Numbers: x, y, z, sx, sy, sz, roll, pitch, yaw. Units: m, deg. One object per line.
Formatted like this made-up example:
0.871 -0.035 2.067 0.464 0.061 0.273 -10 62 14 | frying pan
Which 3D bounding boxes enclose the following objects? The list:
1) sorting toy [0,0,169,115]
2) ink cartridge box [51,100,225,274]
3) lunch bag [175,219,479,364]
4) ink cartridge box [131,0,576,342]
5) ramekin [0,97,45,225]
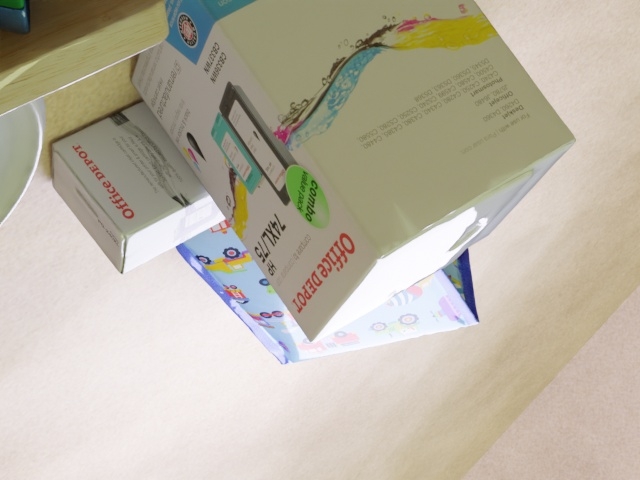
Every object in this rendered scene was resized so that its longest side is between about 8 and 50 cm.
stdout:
-0.257 -0.146 0.797 0.257 0.255 0.089 -29 137 -28 | sorting toy
-0.135 -0.056 1.293 0.150 0.109 0.063 -29 157 -27 | ink cartridge box
0.000 0.000 1.496 0.221 0.138 0.293 -14 154 19 | lunch bag
0.018 -0.102 1.202 0.197 0.270 0.198 -30 168 -25 | ink cartridge box
-0.303 -0.067 0.996 0.273 0.127 0.273 -33 155 -18 | ramekin
